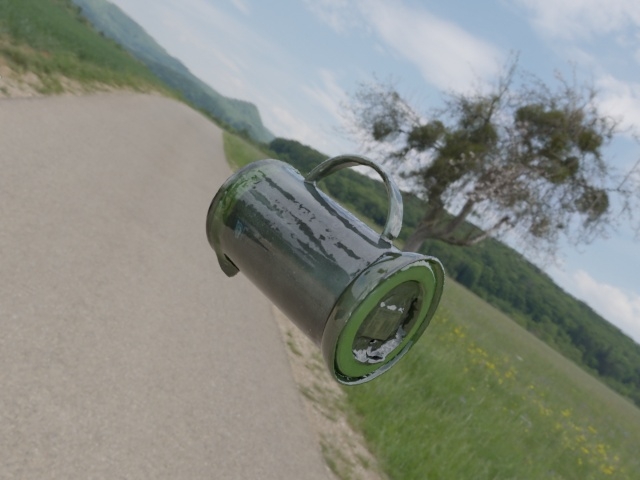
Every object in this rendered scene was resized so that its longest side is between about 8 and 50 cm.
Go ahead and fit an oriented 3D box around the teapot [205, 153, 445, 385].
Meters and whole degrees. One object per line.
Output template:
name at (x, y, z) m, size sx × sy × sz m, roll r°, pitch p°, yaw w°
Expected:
teapot at (0.000, 0.000, 0.847) m, size 0.337 × 0.270 × 0.200 m, roll 38°, pitch 12°, yaw 35°
